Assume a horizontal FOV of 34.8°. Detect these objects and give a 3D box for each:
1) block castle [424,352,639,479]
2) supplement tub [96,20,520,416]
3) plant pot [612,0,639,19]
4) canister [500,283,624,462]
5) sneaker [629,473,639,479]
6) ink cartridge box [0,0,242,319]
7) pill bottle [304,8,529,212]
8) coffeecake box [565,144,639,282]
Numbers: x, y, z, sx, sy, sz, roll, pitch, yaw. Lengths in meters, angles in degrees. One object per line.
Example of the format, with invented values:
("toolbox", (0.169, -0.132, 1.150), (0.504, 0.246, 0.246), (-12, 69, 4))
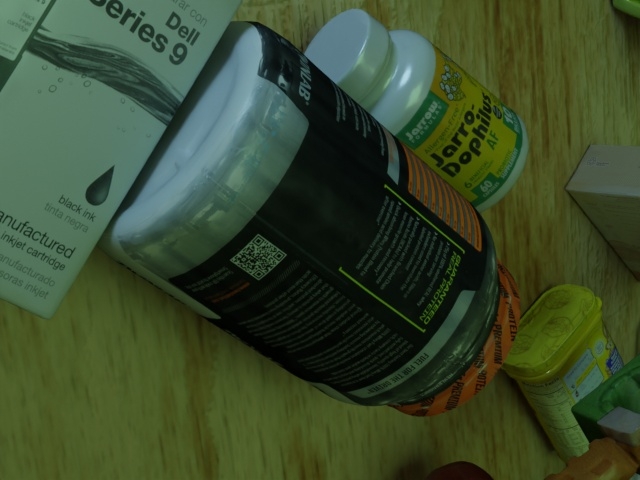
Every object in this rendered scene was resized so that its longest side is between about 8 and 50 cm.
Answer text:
("block castle", (0.352, 0.242, 1.011), (0.453, 0.213, 0.303), (-36, 101, -11))
("supplement tub", (0.000, 0.000, 0.823), (0.338, 0.207, 0.207), (38, 75, -32))
("plant pot", (0.477, -0.336, 1.080), (0.207, 0.227, 0.228), (-23, 132, -37))
("canister", (0.279, 0.152, 1.125), (0.126, 0.073, 0.170), (-45, 120, -22))
("sneaker", (0.311, 0.365, 1.162), (0.091, 0.094, 0.258), (27, 80, -30))
("ink cartridge box", (-0.208, -0.127, 0.678), (0.211, 0.121, 0.289), (33, 85, -40))
("pill bottle", (0.083, -0.116, 0.921), (0.208, 0.117, 0.117), (32, 78, -34))
("coffeecake box", (0.385, -0.021, 1.132), (0.185, 0.142, 0.068), (44, 70, -31))
